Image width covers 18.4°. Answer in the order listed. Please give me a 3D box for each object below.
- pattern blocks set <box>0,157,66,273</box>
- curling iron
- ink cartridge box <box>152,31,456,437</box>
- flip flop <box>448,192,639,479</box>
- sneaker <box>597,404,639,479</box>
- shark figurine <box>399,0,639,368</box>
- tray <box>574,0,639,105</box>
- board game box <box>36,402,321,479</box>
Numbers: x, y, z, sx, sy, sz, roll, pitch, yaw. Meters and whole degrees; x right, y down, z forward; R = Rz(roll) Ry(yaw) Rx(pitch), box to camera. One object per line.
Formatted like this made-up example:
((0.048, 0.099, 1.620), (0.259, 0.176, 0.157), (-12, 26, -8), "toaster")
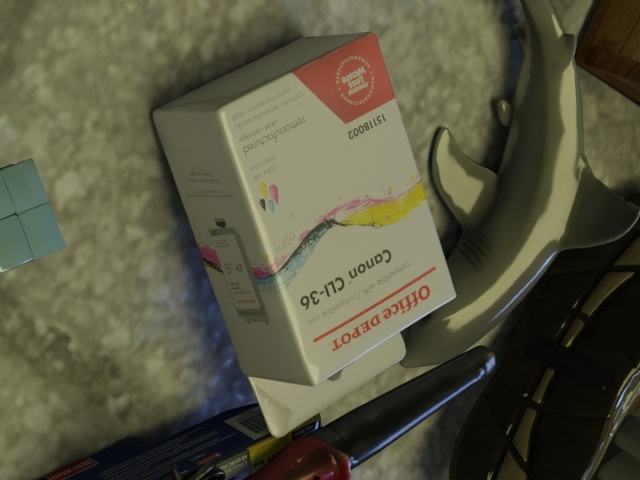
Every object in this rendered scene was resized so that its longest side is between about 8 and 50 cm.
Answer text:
((-0.243, -0.024, 0.791), (0.325, 0.026, 0.285), (-41, 109, -48), "pattern blocks set")
((0.000, 0.116, 1.080), (0.274, 0.035, 0.068), (-21, 155, -37), "curling iron")
((0.000, 0.000, 1.070), (0.115, 0.067, 0.198), (-30, 110, -33), "ink cartridge box")
((0.181, 0.082, 1.305), (0.277, 0.112, 0.080), (-55, 162, -15), "flip flop")
((0.272, 0.138, 1.385), (0.118, 0.110, 0.292), (18, 102, -19), "sneaker")
((0.143, -0.055, 1.194), (0.166, 0.116, 0.278), (-11, 116, -43), "shark figurine")
((0.347, -0.137, 1.387), (0.411, 0.076, 0.203), (25, 89, -46), "tray")
((-0.086, 0.205, 1.116), (0.194, 0.060, 0.194), (-22, 122, -37), "board game box")
